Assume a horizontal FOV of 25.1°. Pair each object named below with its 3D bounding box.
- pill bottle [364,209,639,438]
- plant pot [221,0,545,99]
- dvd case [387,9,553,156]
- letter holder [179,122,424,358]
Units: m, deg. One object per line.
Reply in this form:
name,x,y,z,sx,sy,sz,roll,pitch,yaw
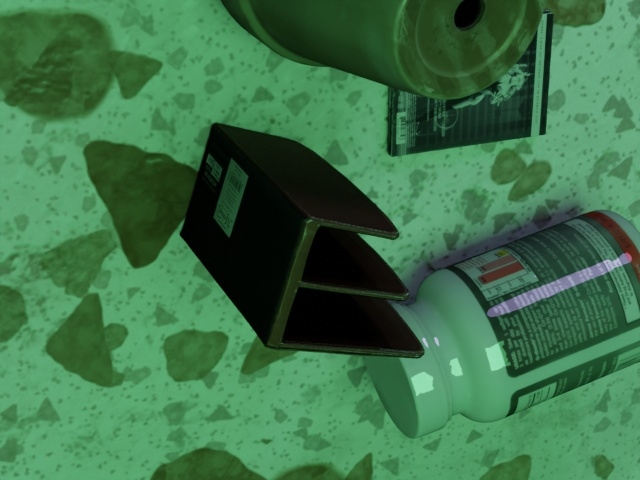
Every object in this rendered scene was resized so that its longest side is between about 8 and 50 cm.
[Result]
pill bottle,0.250,0.111,1.865,0.363,0.210,0.210,-20,120,-14
plant pot,0.083,-0.295,1.522,0.323,0.280,0.323,-19,129,-24
dvd case,0.188,-0.198,1.805,0.221,0.018,0.164,-9,116,-19
letter holder,0.000,0.000,1.646,0.214,0.302,0.152,9,109,-27
